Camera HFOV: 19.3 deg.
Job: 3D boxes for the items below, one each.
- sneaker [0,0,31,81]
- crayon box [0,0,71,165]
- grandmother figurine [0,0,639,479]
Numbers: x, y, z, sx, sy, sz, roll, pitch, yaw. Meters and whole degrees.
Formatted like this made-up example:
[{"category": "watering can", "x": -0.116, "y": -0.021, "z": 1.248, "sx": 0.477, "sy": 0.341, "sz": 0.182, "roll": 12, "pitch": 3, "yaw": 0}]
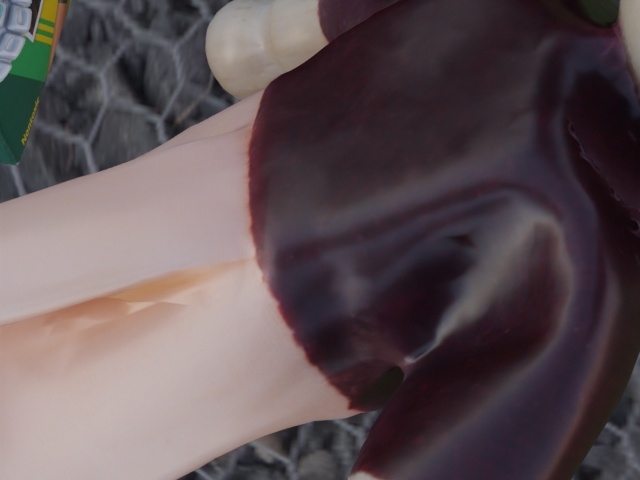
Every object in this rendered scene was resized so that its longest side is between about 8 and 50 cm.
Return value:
[{"category": "sneaker", "x": -0.181, "y": -0.129, "z": 0.944, "sx": 0.065, "sy": 0.076, "sz": 0.166, "roll": 17, "pitch": 64, "yaw": -22}, {"category": "crayon box", "x": -0.216, "y": -0.281, "z": 1.141, "sx": 0.106, "sy": 0.313, "sz": 0.363, "roll": 8, "pitch": 64, "yaw": 10}, {"category": "grandmother figurine", "x": 0.000, "y": 0.000, "z": 0.405, "sx": 0.342, "sy": 0.104, "sz": 0.208, "roll": -24, "pitch": 50, "yaw": 18}]
